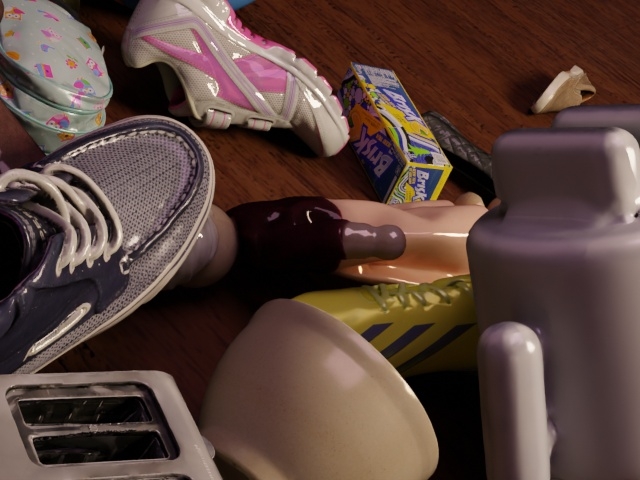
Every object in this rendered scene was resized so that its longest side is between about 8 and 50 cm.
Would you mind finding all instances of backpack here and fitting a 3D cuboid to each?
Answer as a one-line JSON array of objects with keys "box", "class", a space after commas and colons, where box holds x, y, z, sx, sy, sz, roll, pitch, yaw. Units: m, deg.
[{"box": [-0.247, -0.135, 1.189, 0.152, 0.115, 0.182, 9, 39, -30], "class": "backpack"}]

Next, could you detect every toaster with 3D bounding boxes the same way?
[{"box": [-0.139, 0.168, 0.832, 0.186, 0.110, 0.168, 2, 38, -33], "class": "toaster"}]

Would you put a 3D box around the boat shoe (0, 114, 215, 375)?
[{"box": [-0.170, 0.003, 0.908, 0.127, 0.158, 0.340, 44, 55, 0], "class": "boat shoe"}]

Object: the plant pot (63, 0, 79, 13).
[{"box": [-0.282, -0.229, 1.343, 0.083, 0.083, 0.079, 40, 46, 21], "class": "plant pot"}]

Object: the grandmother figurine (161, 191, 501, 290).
[{"box": [0.000, 0.000, 1.171, 0.342, 0.208, 0.104, -1, 85, -26], "class": "grandmother figurine"}]

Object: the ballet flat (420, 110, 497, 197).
[{"box": [0.156, -0.068, 1.457, 0.173, 0.057, 0.049, 38, 74, 20], "class": "ballet flat"}]

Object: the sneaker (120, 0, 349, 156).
[{"box": [-0.086, -0.147, 1.347, 0.252, 0.111, 0.103, 36, -5, -18], "class": "sneaker"}]

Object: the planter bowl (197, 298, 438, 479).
[{"box": [-0.018, 0.134, 0.945, 0.162, 0.162, 0.109, 37, 59, 17], "class": "planter bowl"}]

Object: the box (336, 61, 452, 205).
[{"box": [0.068, -0.103, 1.417, 0.054, 0.059, 0.169, 6, 37, -27], "class": "box"}]

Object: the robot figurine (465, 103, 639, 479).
[{"box": [0.219, 0.081, 1.040, 0.300, 0.353, 0.200, -20, 16, -37], "class": "robot figurine"}]

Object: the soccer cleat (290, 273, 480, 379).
[{"box": [0.097, 0.060, 1.145, 0.289, 0.121, 0.093, 7, 37, -28], "class": "soccer cleat"}]

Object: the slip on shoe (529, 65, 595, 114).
[{"box": [0.287, -0.170, 1.687, 0.041, 0.051, 0.135, 45, 29, 7], "class": "slip on shoe"}]

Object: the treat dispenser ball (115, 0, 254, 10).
[{"box": [-0.138, -0.366, 1.435, 0.288, 0.288, 0.288, 18, 33, -12], "class": "treat dispenser ball"}]

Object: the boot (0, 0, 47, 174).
[{"box": [-0.230, -0.056, 1.056, 0.207, 0.090, 0.248, 27, 63, -9], "class": "boot"}]
